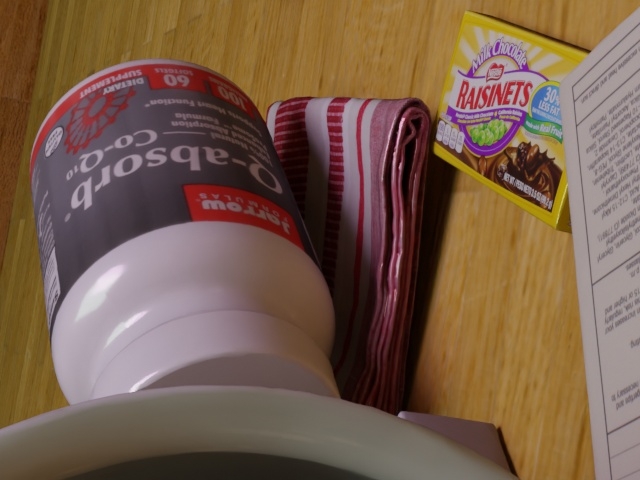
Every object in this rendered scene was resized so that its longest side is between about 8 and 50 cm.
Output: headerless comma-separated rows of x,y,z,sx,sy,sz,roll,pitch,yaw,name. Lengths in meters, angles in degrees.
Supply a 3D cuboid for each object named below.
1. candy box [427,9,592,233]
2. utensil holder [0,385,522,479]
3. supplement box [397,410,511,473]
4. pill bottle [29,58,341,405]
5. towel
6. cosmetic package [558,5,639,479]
0.129,-0.082,0.889,0.206,0.027,0.105,-137,61,-65,candy box
-0.041,0.258,0.558,0.385,0.327,0.327,101,173,-71,utensil holder
0.049,0.239,0.877,0.130,0.073,0.239,-106,34,-48,supplement box
-0.106,0.032,1.054,0.363,0.210,0.210,-112,38,-51,pill bottle
0.000,0.000,1.129,0.329,0.037,0.237,-163,78,-69,towel
0.193,0.038,0.555,0.160,0.113,0.309,135,140,-56,cosmetic package
